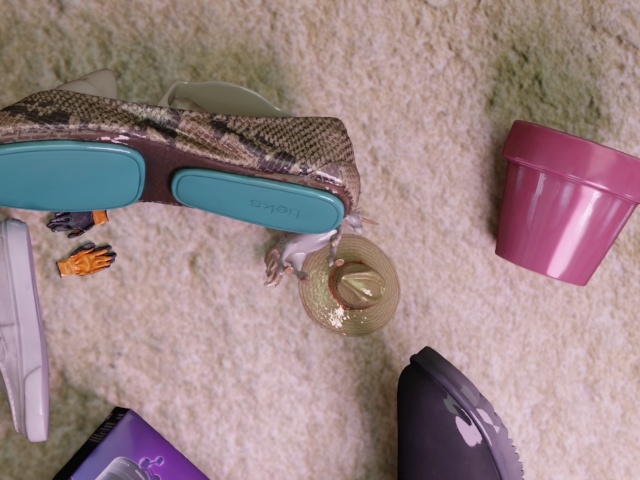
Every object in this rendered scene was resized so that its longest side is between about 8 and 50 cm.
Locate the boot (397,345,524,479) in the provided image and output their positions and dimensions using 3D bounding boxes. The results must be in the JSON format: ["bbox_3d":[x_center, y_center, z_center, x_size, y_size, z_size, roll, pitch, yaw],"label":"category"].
[{"bbox_3d":[0.036,0.383,1.129,0.445,0.146,0.367,-35,124,-15],"label":"boot"}]

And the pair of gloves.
[{"bbox_3d":[-0.289,0.001,1.172,0.074,0.010,0.083,-13,90,-18],"label":"pair of gloves"}]

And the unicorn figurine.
[{"bbox_3d":[0.000,0.000,1.219,0.162,0.111,0.060,-13,122,0],"label":"unicorn figurine"}]

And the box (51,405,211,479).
[{"bbox_3d":[-0.196,0.348,1.124,0.261,0.103,0.184,44,71,-11],"label":"box"}]

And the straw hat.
[{"bbox_3d":[0.050,0.058,1.250,0.144,0.061,0.144,1,87,-17],"label":"straw hat"}]

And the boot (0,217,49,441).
[{"bbox_3d":[-0.383,0.108,1.104,0.123,0.095,0.258,-8,81,-12],"label":"boot"}]

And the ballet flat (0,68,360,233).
[{"bbox_3d":[-0.190,-0.115,1.140,0.482,0.164,0.182,5,59,-13],"label":"ballet flat"}]

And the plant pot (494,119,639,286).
[{"bbox_3d":[0.323,-0.044,1.285,0.201,0.201,0.180,16,98,-16],"label":"plant pot"}]
